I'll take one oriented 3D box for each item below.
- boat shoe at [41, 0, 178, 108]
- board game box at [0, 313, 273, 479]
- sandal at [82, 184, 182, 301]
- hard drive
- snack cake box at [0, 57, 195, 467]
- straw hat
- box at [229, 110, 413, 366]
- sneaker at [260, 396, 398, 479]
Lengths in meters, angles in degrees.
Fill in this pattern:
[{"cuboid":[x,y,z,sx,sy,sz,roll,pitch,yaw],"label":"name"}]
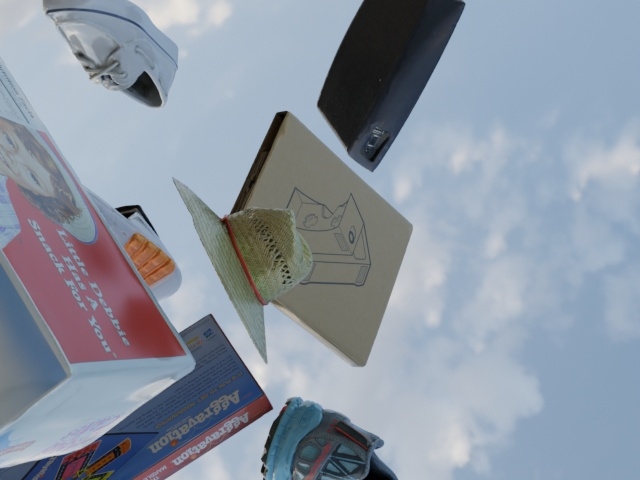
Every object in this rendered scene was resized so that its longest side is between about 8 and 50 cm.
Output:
[{"cuboid":[-0.232,-0.215,1.300,0.095,0.258,0.084,-1,-99,22],"label":"boat shoe"},{"cuboid":[-0.194,0.188,1.076,0.281,0.027,0.145,-32,-142,-8],"label":"board game box"},{"cuboid":[-0.240,-0.014,1.273,0.102,0.265,0.076,-21,-128,10],"label":"sandal"},{"cuboid":[0.082,-0.237,1.488,0.255,0.054,0.172,-61,-146,25],"label":"hard drive"},{"cuboid":[-0.188,-0.020,0.567,0.089,0.152,0.264,-36,-102,7],"label":"snack cake box"},{"cuboid":[-0.038,0.008,0.739,0.061,0.144,0.144,-27,-140,-3],"label":"straw hat"},{"cuboid":[0.000,0.000,1.067,0.021,0.201,0.164,-7,-128,46],"label":"box"},{"cuboid":[0.023,0.265,1.084,0.125,0.262,0.104,12,-131,24],"label":"sneaker"}]
